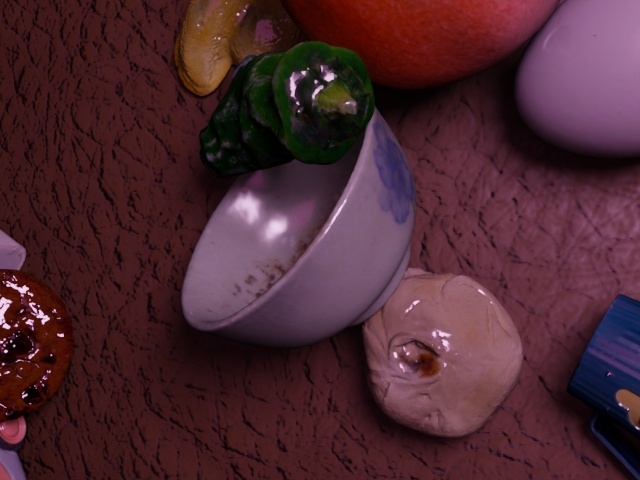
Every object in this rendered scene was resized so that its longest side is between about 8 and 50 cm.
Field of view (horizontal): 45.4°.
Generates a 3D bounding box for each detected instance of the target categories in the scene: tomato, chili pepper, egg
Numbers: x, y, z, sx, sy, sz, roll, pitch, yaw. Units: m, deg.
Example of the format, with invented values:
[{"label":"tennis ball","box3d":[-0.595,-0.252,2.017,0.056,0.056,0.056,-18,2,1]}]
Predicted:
[{"label":"tomato","box3d":[0.117,-0.302,0.699,0.341,0.341,0.273,-40,94,15]},{"label":"chili pepper","box3d":[-0.033,-0.123,0.717,0.099,0.270,0.136,41,78,-20]},{"label":"egg","box3d":[0.291,-0.162,0.693,0.231,0.176,0.176,-25,80,25]}]

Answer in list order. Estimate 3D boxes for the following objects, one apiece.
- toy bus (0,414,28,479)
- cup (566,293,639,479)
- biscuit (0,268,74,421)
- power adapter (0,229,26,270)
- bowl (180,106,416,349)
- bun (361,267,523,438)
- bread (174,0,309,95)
[{"label":"toy bus","box3d":[-0.493,0.334,0.949,0.194,0.232,0.288,-22,82,21]},{"label":"cup","box3d":[0.317,0.148,0.711,0.155,0.131,0.177,30,124,23]},{"label":"biscuit","box3d":[-0.403,0.129,0.955,0.049,0.192,0.192,-20,79,60]},{"label":"power adapter","box3d":[-0.523,0.007,1.022,0.204,0.125,0.130,32,100,18]},{"label":"bowl","box3d":[0.000,0.000,0.786,0.146,0.289,0.289,36,104,-25]},{"label":"bun","box3d":[0.116,0.115,0.782,0.173,0.113,0.167,29,98,17]},{"label":"bread","box3d":[-0.099,-0.245,0.905,0.187,0.065,0.149,-43,80,12]}]
